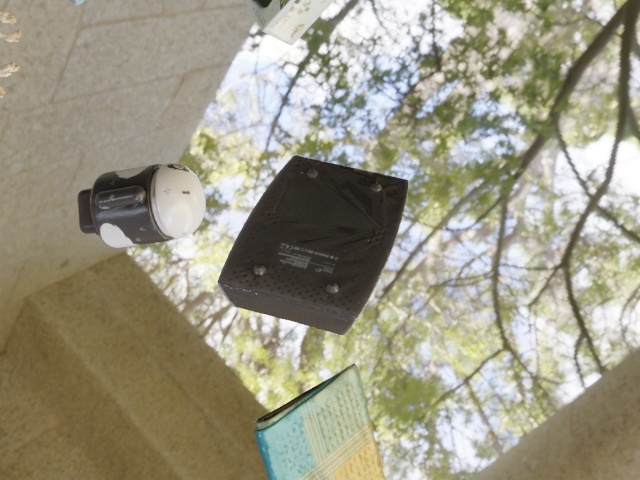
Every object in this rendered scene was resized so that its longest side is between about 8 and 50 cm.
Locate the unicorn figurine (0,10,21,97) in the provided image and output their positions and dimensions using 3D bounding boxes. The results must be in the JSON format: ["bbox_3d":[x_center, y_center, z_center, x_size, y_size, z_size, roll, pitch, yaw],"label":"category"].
[{"bbox_3d":[-0.462,-0.270,1.050,0.111,0.060,0.162,0,-120,-8],"label":"unicorn figurine"}]

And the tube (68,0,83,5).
[{"bbox_3d":[-0.179,-0.313,0.765,0.207,0.080,0.052,-46,-132,-15],"label":"tube"}]

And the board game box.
[{"bbox_3d":[-0.022,-0.530,1.363,0.097,0.303,0.224,11,-137,-54],"label":"board game box"}]

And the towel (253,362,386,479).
[{"bbox_3d":[0.018,0.460,1.513,0.271,0.040,0.371,-24,-77,-41],"label":"towel"}]

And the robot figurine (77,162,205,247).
[{"bbox_3d":[-0.391,-0.080,1.722,0.278,0.174,0.209,-7,-147,15],"label":"robot figurine"}]

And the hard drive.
[{"bbox_3d":[0.000,0.000,0.912,0.171,0.054,0.255,13,-138,11],"label":"hard drive"}]
